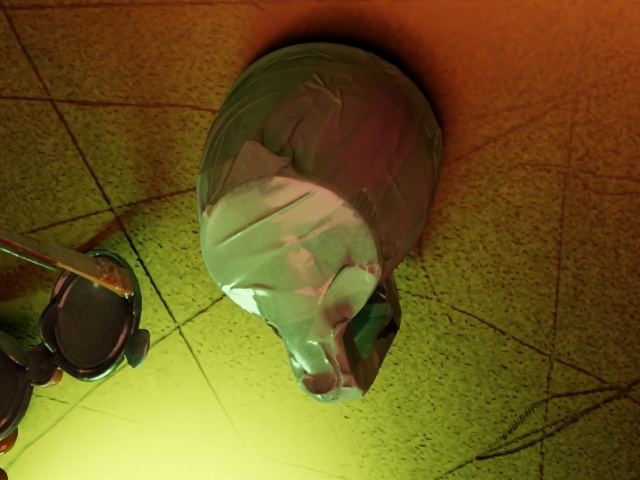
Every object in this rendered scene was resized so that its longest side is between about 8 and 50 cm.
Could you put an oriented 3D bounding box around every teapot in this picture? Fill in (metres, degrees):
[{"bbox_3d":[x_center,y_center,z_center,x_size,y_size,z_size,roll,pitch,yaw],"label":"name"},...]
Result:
[{"bbox_3d":[-0.014,-0.005,0.964,0.163,0.178,0.221,15,124,4],"label":"teapot"}]

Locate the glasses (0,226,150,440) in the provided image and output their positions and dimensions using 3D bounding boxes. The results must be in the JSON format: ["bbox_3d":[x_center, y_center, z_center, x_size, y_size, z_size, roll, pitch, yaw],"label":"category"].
[{"bbox_3d":[-0.284,0.066,1.029,0.234,0.118,0.268,-30,151,22],"label":"glasses"}]

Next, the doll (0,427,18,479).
[{"bbox_3d":[-0.355,0.186,1.197,0.221,0.142,0.135,-3,148,21],"label":"doll"}]
